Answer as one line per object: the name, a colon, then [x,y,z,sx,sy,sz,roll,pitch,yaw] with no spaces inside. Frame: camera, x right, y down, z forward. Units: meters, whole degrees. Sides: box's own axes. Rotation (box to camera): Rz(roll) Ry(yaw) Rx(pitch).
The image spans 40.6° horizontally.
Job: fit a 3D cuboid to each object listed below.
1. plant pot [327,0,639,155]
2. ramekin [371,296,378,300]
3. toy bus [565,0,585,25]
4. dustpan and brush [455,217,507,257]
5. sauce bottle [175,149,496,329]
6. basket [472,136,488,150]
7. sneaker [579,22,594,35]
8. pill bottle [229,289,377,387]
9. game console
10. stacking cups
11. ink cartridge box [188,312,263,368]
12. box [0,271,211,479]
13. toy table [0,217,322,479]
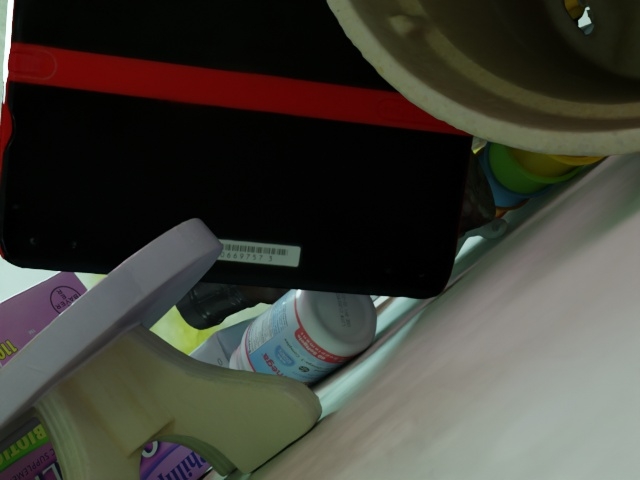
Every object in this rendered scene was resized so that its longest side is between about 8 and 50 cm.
plant pot: [0.204,-0.217,0.551,0.334,0.333,0.305,-40,-14,24]
ramekin: [0.039,0.072,1.493,0.207,0.109,0.207,-39,-2,-2]
toy bus: [0.273,-0.308,0.976,0.212,0.149,0.220,-29,1,3]
dustpan and brush: [0.139,-0.016,0.922,0.211,0.060,0.147,158,133,-82]
sauce bottle: [0.000,0.000,0.877,0.344,0.111,0.111,-24,3,22]
basket: [0.023,-0.202,0.946,0.331,0.266,0.328,-23,-8,1]
sneaker: [0.371,-0.229,0.967,0.208,0.127,0.319,-39,4,22]
pill bottle: [-0.023,0.099,0.843,0.087,0.087,0.160,-36,-4,-46]
game console: [-0.053,-0.131,0.700,0.060,0.387,0.341,-127,44,-73]
stacking cups: [0.201,-0.075,0.934,0.096,0.096,0.316,-38,-4,-17]
ink cartridge box: [-0.068,0.174,1.130,0.385,0.091,0.308,-15,-21,-50]
box: [-0.255,0.182,0.790,0.117,0.243,0.213,-40,-4,37]
toy table: [-0.136,0.131,0.629,0.274,0.161,0.252,-41,-3,34]
